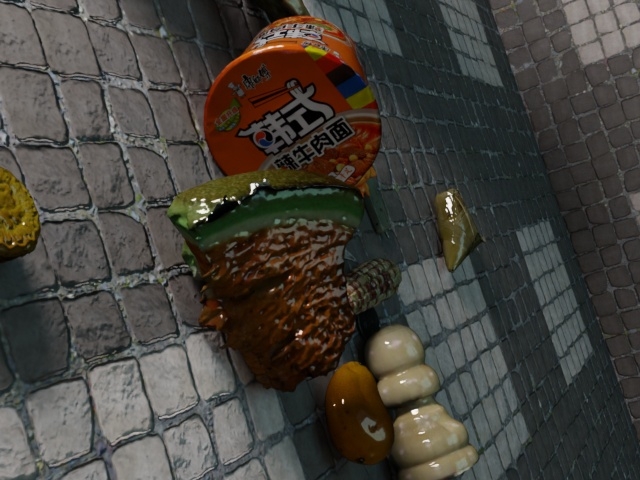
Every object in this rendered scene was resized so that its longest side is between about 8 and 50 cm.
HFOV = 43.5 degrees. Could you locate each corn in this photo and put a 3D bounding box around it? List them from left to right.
[{"bbox_3d":[0.067,0.085,1.337,0.237,0.079,0.079,-27,97,-60],"label":"corn"}]

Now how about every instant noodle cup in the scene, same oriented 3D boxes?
[{"bbox_3d":[-0.031,-0.204,1.182,0.250,0.250,0.192,55,24,-27],"label":"instant noodle cup"}]

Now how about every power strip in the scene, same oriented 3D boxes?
[{"bbox_3d":[0.105,-0.066,1.560,0.136,0.019,0.051,67,26,-7],"label":"power strip"}]

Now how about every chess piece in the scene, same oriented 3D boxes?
[{"bbox_3d":[0.153,0.265,1.324,0.143,0.143,0.261,-5,72,-62],"label":"chess piece"}]

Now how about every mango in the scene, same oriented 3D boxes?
[{"bbox_3d":[0.048,0.256,1.188,0.105,0.084,0.159,22,32,-36],"label":"mango"}]

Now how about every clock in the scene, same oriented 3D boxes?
[{"bbox_3d":[0.084,0.143,1.396,0.074,0.010,0.083,62,28,-17],"label":"clock"}]

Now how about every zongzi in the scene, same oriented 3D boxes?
[{"bbox_3d":[0.293,-0.026,1.825,0.176,0.078,0.160,-34,97,-53],"label":"zongzi"}]

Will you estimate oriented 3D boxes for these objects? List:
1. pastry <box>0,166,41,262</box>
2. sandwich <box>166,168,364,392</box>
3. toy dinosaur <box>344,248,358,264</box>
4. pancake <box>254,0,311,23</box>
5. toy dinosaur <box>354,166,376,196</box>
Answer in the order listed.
[{"bbox_3d":[-0.310,-0.024,0.738,0.109,0.057,0.097,53,31,-32],"label":"pastry"},{"bbox_3d":[-0.063,0.054,1.046,0.250,0.162,0.301,-17,107,-29],"label":"sandwich"},{"bbox_3d":[-0.001,0.001,1.313,0.220,0.032,0.108,34,47,-45],"label":"toy dinosaur"},{"bbox_3d":[-0.069,-0.383,1.310,0.222,0.042,0.236,46,-5,26],"label":"pancake"},{"bbox_3d":[0.064,-0.134,1.476,0.117,0.070,0.288,66,35,-44],"label":"toy dinosaur"}]
